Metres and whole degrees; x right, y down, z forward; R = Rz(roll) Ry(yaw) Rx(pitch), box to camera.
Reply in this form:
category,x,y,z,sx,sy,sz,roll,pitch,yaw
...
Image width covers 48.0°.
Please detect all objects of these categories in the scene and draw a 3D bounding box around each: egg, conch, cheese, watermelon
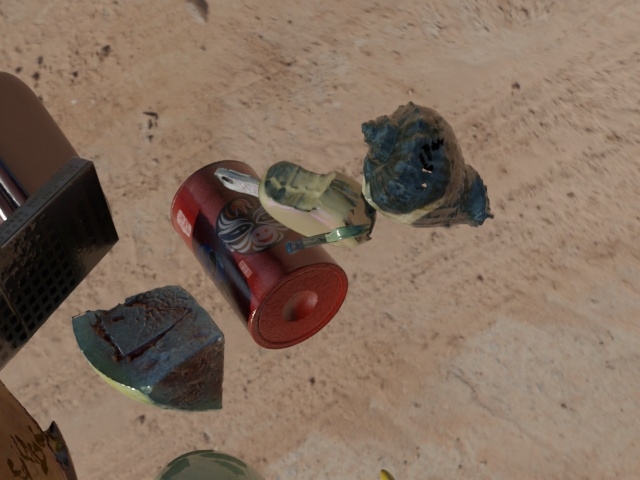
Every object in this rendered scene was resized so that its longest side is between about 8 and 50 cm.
category,x,y,z,sx,sy,sz,roll,pitch,yaw
egg,-0.111,0.300,0.738,0.150,0.192,0.149,-11,115,-24
conch,0.127,-0.081,0.912,0.207,0.130,0.155,33,151,-18
cheese,-0.050,-0.068,1.118,0.287,0.163,0.082,17,70,27
watermelon,-0.264,0.187,1.265,0.201,0.262,0.213,-51,53,1

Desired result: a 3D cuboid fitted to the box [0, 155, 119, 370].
category,x,y,z,sx,sy,sz,roll,pitch,yaw
box,-0.437,0.037,1.094,0.047,0.324,0.180,16,138,18

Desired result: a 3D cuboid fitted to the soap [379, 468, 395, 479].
category,x,y,z,sx,sy,sz,roll,pitch,yaw
soap,0.070,0.224,0.573,0.012,0.034,0.089,-24,70,-10

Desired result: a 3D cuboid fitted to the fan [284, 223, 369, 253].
category,x,y,z,sx,sy,sz,roll,pitch,yaw
fan,0.000,0.000,0.780,0.038,0.193,0.016,-10,88,-22

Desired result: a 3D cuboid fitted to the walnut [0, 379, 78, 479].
category,x,y,z,sx,sy,sz,roll,pitch,yaw
walnut,-0.349,0.234,0.671,0.298,0.203,0.203,48,111,9

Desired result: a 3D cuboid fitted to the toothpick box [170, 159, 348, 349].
category,x,y,z,sx,sy,sz,roll,pitch,yaw
toothpick box,-0.122,0.019,1.349,0.333,0.204,0.204,48,115,38

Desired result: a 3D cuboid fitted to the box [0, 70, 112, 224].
category,x,y,z,sx,sy,sz,roll,pitch,yaw
box,-0.564,-0.132,1.390,0.108,0.263,0.403,-23,110,18
